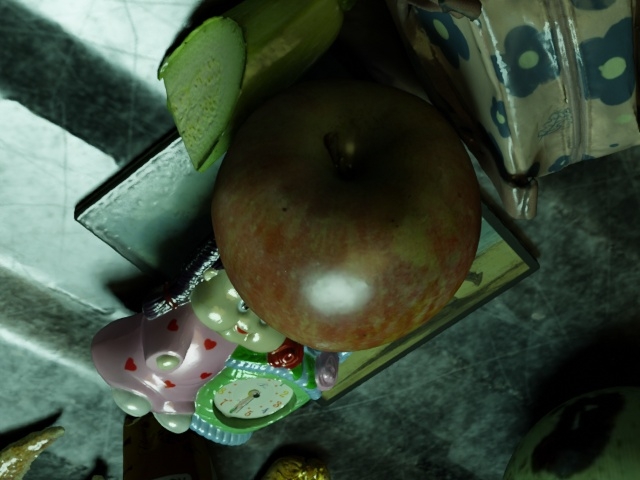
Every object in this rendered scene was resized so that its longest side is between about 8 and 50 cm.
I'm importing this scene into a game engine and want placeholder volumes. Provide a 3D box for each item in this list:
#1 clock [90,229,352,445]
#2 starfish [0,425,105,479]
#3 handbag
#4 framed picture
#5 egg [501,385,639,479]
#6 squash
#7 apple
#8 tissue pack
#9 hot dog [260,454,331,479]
[{"bbox_3d":[-0.064,0.077,0.961,0.194,0.100,0.195,28,121,-35],"label":"clock"},{"bbox_3d":[-0.365,0.288,1.114,0.302,0.060,0.299,4,131,-15],"label":"starfish"},{"bbox_3d":[0.147,-0.153,0.770,0.190,0.193,0.251,-19,131,9],"label":"handbag"},{"bbox_3d":[0.000,0.000,0.983,0.265,0.016,0.347,-34,128,17],"label":"framed picture"},{"bbox_3d":[0.338,0.302,1.132,0.287,0.288,0.379,-41,125,21],"label":"egg"},{"bbox_3d":[-0.041,-0.143,0.816,0.200,0.090,0.075,-42,131,14],"label":"squash"},{"bbox_3d":[0.017,-0.015,0.800,0.188,0.188,0.174,-7,155,-7],"label":"apple"},{"bbox_3d":[-0.127,0.297,1.063,0.092,0.226,0.183,-11,131,-1],"label":"tissue pack"},{"bbox_3d":[-0.045,0.282,1.189,0.071,0.045,0.165,18,125,-23],"label":"hot dog"}]
